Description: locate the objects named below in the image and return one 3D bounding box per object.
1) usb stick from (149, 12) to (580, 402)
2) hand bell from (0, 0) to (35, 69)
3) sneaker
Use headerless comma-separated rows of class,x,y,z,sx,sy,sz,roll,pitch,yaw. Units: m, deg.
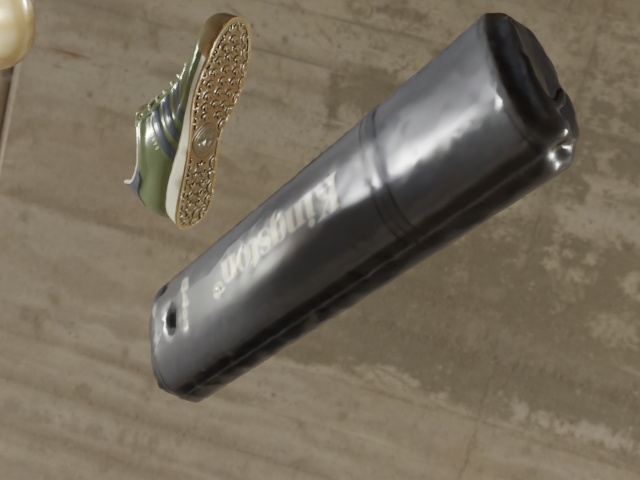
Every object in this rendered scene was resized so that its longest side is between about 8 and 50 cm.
usb stick,0.000,0.000,0.390,0.045,0.278,0.077,9,-124,-42
hand bell,-0.330,-0.129,0.596,0.126,0.126,0.242,16,-138,5
sneaker,-0.127,-0.112,0.708,0.086,0.192,0.064,25,-161,26
